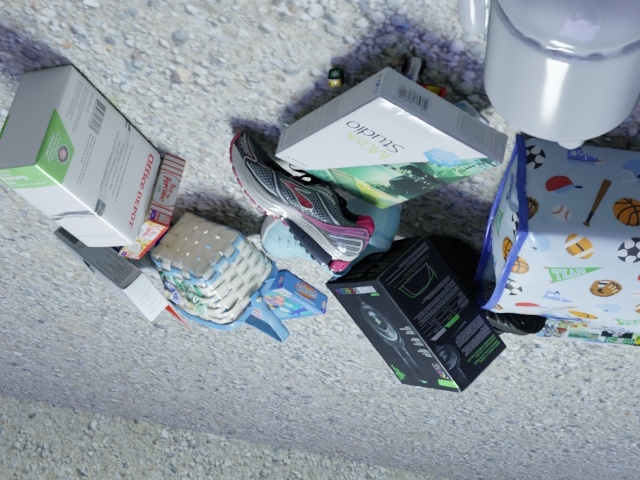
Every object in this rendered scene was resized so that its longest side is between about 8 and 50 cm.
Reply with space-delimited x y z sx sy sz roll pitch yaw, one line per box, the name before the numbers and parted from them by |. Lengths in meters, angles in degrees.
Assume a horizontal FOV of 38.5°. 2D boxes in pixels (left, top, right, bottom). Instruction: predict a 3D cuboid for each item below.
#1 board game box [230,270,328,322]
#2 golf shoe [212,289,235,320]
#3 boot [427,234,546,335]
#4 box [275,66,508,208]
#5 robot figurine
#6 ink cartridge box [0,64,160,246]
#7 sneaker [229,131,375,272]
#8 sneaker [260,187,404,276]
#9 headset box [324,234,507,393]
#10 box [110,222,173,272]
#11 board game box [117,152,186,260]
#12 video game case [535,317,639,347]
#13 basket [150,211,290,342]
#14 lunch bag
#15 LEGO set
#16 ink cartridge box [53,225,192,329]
board game box | -0.113 0.137 2.186 0.210 0.047 0.160 -12 146 37
golf shoe | -0.249 0.156 2.250 0.086 0.068 0.186 -9 148 36
boot | 0.270 0.122 1.924 0.348 0.131 0.260 32 156 -20
box | 0.102 -0.149 1.453 0.232 0.059 0.322 25 159 -24
robot figurine | 0.297 -0.255 1.079 0.299 0.200 0.353 20 157 14
ink cartridge box | -0.413 -0.136 1.579 0.114 0.198 0.273 -3 150 26
sneaker | -0.036 -0.084 1.605 0.299 0.121 0.112 42 109 -7
sneaker | 0.000 0.000 1.754 0.135 0.150 0.366 29 149 -31
headset box | 0.178 0.146 1.719 0.283 0.131 0.246 53 160 -11
box | -0.380 0.012 2.007 0.137 0.072 0.126 4 153 13
board game box | -0.325 -0.061 1.757 0.045 0.147 0.193 21 152 -20
video game case | 0.637 0.155 1.958 0.328 0.036 0.300 4 153 10
basket | -0.208 0.090 1.924 0.254 0.201 0.289 19 157 41
lunch bag | 0.444 0.016 1.533 0.327 0.239 0.385 6 146 4
LEGO set | 0.123 -0.199 1.421 0.182 0.060 0.244 -17 142 37
ink cartridge box | -0.420 0.088 1.954 0.275 0.060 0.239 32 161 37
